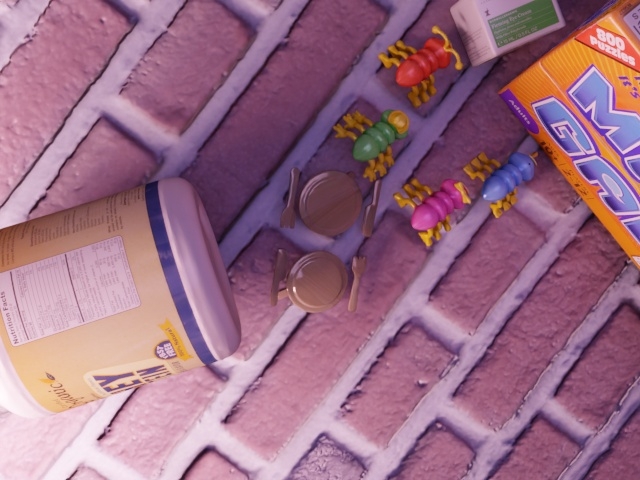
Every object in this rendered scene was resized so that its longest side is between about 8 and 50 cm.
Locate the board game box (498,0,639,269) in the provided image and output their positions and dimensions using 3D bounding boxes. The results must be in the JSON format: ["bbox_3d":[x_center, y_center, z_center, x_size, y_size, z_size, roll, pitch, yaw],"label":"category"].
[{"bbox_3d":[0.493,-0.176,0.813,0.356,0.356,0.356,-39,91,-1],"label":"board game box"}]

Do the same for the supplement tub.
[{"bbox_3d":[-0.271,0.073,0.840,0.316,0.228,0.228,-18,98,-4],"label":"supplement tub"}]

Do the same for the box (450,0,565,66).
[{"bbox_3d":[0.238,-0.288,0.921,0.101,0.102,0.087,-24,96,-2],"label":"box"}]

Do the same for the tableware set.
[{"bbox_3d":[0.000,0.000,0.959,0.128,0.039,0.194,7,101,-19],"label":"tableware set"}]

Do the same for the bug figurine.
[{"bbox_3d":[0.156,-0.125,0.931,0.216,0.072,0.279,-42,100,-15],"label":"bug figurine"}]
